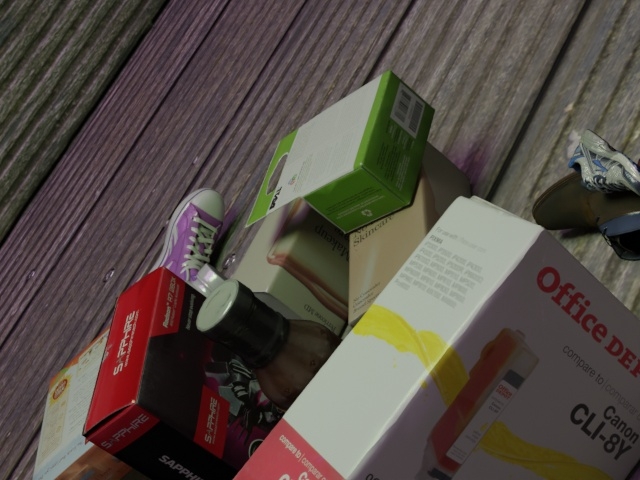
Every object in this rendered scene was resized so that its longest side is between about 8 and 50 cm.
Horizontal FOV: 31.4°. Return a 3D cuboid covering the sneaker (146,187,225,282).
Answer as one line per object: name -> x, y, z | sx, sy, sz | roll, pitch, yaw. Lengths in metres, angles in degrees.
sneaker -> -0.229, 0.037, 2.123 | 0.161, 0.102, 0.282 | 10, 74, 56

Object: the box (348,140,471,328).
box -> 0.128, 0.009, 1.570 | 0.148, 0.121, 0.311 | -38, 29, 26

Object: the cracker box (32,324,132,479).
cracker box -> -0.287, 0.224, 1.460 | 0.156, 0.067, 0.232 | -41, 27, 20

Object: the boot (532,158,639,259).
boot -> 0.335, -0.028, 1.347 | 0.219, 0.082, 0.106 | -19, 37, 43

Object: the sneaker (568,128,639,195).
sneaker -> 0.332, -0.074, 1.307 | 0.058, 0.052, 0.135 | -52, 32, 10

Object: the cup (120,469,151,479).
cup -> -0.214, 0.354, 1.520 | 0.331, 0.237, 0.331 | -36, 30, 24

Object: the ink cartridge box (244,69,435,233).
ink cartridge box -> 0.026, -0.104, 1.633 | 0.255, 0.097, 0.188 | -27, 35, 44

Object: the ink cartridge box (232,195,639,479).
ink cartridge box -> 0.146, 0.190, 1.130 | 0.384, 0.279, 0.160 | -52, 27, -4

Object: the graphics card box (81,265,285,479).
graphics card box -> -0.094, 0.222, 1.358 | 0.094, 0.371, 0.232 | -36, 28, 26

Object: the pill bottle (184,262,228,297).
pill bottle -> -0.229, 0.137, 1.967 | 0.193, 0.108, 0.108 | -50, 26, 0

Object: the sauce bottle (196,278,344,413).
sauce bottle -> 0.007, 0.164, 1.307 | 0.111, 0.344, 0.111 | -39, 26, 24

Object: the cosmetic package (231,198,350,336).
cosmetic package -> 0.000, 0.000, 1.748 | 0.129, 0.153, 0.296 | -8, 49, 55
